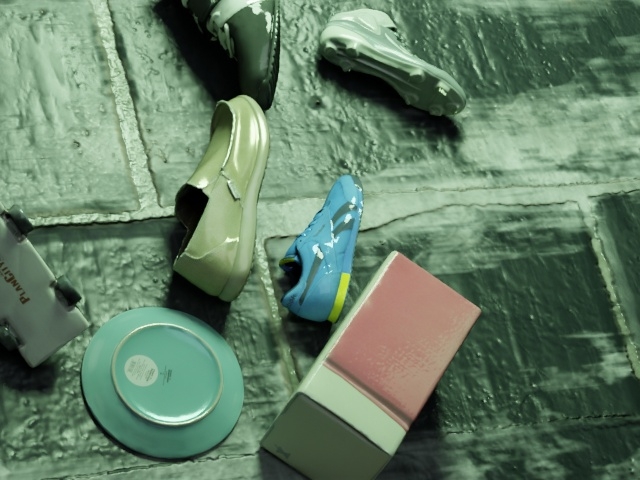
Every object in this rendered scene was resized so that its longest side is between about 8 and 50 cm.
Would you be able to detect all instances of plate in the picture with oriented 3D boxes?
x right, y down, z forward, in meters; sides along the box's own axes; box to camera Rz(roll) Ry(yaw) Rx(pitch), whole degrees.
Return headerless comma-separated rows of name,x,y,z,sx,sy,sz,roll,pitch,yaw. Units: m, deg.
plate,-0.172,0.153,2.074,0.188,0.024,0.188,10,58,-16

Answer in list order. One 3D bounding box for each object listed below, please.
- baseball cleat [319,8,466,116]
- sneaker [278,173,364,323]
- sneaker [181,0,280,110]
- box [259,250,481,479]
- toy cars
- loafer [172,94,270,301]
baseball cleat,0.102,-0.238,2.393,0.205,0.072,0.109,27,47,-8
sneaker,0.000,0.000,2.207,0.082,0.069,0.209,16,56,-7
sneaker,-0.124,-0.300,2.329,0.146,0.122,0.331,-3,59,-7
box,0.057,0.153,2.085,0.127,0.149,0.232,35,55,1
toy cars,-0.437,0.014,2.013,0.393,0.087,0.177,14,93,-14
loafer,-0.120,-0.060,2.177,0.092,0.102,0.269,14,56,-20
